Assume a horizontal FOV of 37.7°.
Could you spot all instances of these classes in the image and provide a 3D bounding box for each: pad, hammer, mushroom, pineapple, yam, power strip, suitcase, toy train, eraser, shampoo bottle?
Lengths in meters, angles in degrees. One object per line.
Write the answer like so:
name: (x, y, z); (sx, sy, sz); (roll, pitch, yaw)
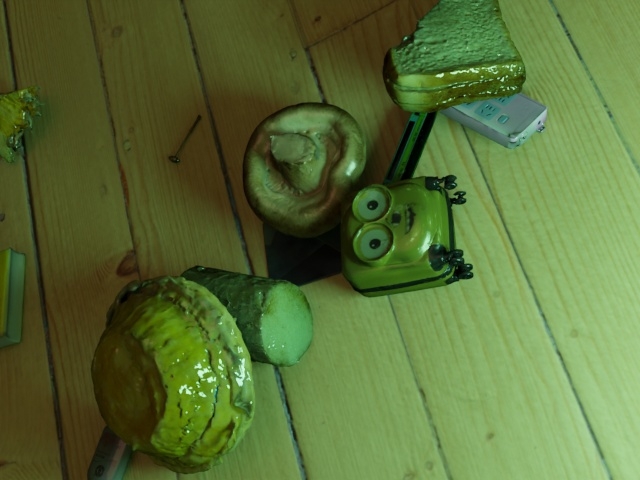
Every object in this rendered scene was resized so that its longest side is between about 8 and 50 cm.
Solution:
pad: (0.000, 0.000, 1.841); (0.243, 0.004, 0.164); (-19, 62, 18)
hammer: (-0.298, -0.227, 2.077); (0.029, 0.014, 0.123); (25, 80, 23)
mushroom: (-0.029, -0.142, 1.832); (0.278, 0.146, 0.278); (-7, 67, 18)
pineapple: (-0.745, -0.287, 2.285); (0.249, 0.140, 0.164); (-24, 101, 32)
yam: (-0.159, 0.139, 1.773); (0.268, 0.161, 0.161); (9, 73, 31)
power strip: (0.292, -0.265, 1.764); (0.279, 0.037, 0.109); (34, 65, 29)
suitcase: (0.144, -0.010, 1.690); (0.234, 0.143, 0.194); (-11, 64, 20)
toy train: (0.172, -0.182, 1.809); (0.042, 0.044, 0.209); (15, 74, 30)
eraser: (-0.751, 0.140, 2.111); (0.158, 0.069, 0.226); (-14, 63, 18)
shampoo bottle: (-0.418, 0.448, 1.833); (0.080, 0.040, 0.165); (12, 74, 28)

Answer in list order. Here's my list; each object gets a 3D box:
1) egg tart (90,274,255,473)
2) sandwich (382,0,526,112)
egg tart: (-0.289, 0.253, 1.699); (0.387, 0.169, 0.388); (9, 105, 37)
sandwich: (0.235, -0.375, 1.769); (0.254, 0.100, 0.289); (-9, 53, 3)
